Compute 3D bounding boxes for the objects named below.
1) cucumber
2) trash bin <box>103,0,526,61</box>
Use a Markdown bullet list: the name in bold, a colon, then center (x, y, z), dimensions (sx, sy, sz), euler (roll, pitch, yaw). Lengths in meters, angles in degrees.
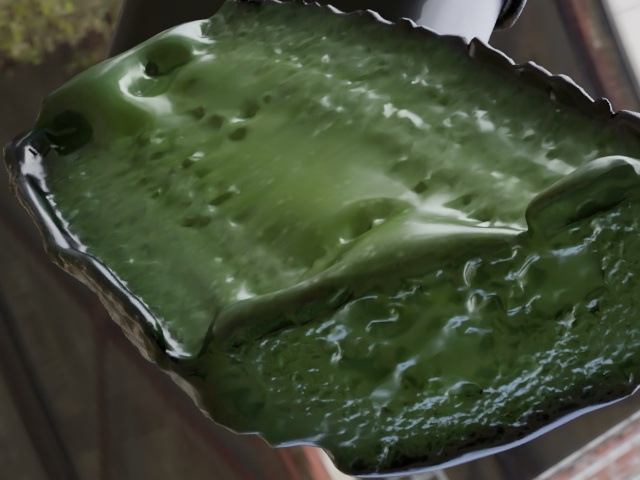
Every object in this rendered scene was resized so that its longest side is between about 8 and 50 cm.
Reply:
- **cucumber**: center (0.000, 0.000, 0.466), dimensions (0.193, 0.115, 0.086), euler (36, -20, 46)
- **trash bin**: center (-0.007, -0.094, 0.878), dimensions (0.182, 0.209, 0.290), euler (18, -102, 9)
